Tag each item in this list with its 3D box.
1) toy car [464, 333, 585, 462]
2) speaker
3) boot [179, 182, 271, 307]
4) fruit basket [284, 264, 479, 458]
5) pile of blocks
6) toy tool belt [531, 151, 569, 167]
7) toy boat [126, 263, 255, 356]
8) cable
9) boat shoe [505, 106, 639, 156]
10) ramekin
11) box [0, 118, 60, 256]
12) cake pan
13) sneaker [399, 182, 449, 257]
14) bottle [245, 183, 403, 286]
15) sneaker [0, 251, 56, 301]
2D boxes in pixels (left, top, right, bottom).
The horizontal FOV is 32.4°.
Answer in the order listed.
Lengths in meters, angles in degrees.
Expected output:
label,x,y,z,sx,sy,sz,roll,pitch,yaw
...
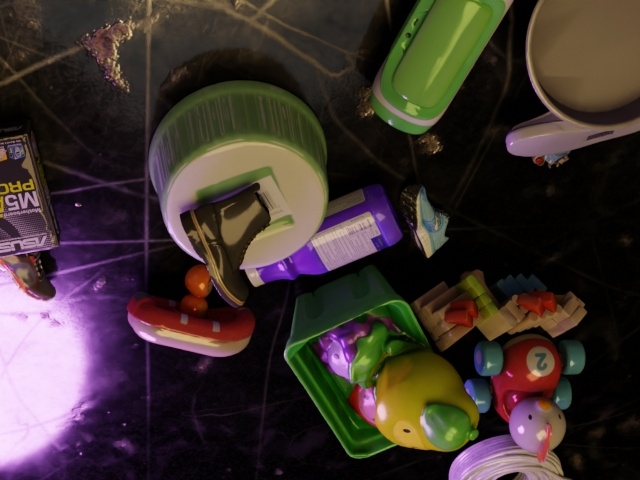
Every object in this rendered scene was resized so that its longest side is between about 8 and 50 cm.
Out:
label,x,y,z,sx,sy,sz,roll,pitch,yaw
toy car,0.434,0.333,2.215,0.219,0.238,0.210,0,128,-12
speaker,0.190,-0.314,1.719,0.131,0.131,0.296,16,124,-23
boot,-0.122,0.011,1.760,0.137,0.077,0.198,-25,130,2
fruit basket,0.126,0.273,2.026,0.283,0.392,0.392,-24,129,8
pile of blocks,0.353,0.108,2.062,0.362,0.149,0.112,-3,159,-26
toy tool belt,0.412,-0.155,1.938,0.083,0.051,0.052,-41,125,21
toy boat,-0.226,0.117,1.993,0.231,0.151,0.151,15,95,-22
cable,0.416,0.537,2.475,0.257,0.089,0.257,-31,127,15
boat shoe,0.436,-0.214,1.871,0.267,0.088,0.096,-15,161,-2
ramekin,-0.128,-0.096,1.813,0.303,0.148,0.303,-6,129,-7
box,-0.580,-0.070,1.785,0.270,0.060,0.216,-9,121,-4
cake pan,0.460,-0.323,1.762,0.293,0.054,0.293,-3,110,-10
sneaker,0.193,-0.047,1.989,0.073,0.063,0.162,-30,135,-10
bottle,0.000,0.000,1.953,0.283,0.092,0.118,-23,133,8
sneaker,-0.506,0.046,1.912,0.065,0.061,0.158,-36,127,9
